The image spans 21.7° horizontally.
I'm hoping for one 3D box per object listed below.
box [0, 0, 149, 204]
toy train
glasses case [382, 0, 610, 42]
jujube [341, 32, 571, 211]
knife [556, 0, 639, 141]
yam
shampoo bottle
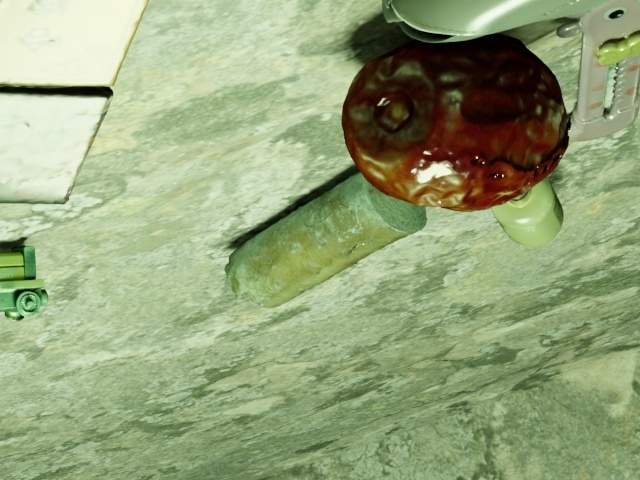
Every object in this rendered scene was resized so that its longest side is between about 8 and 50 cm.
[{"bbox_3d":[-0.220,-0.180,0.914,0.264,0.115,0.415,0,144,-29],"label":"box"},{"bbox_3d":[-0.342,0.046,1.733,0.122,0.081,0.050,-4,176,-35],"label":"toy train"},{"bbox_3d":[0.208,-0.235,1.385,0.308,0.083,0.128,-25,161,25],"label":"glasses case"},{"bbox_3d":[0.128,-0.113,1.552,0.183,0.183,0.243,-28,161,31],"label":"jujube"},{"bbox_3d":[0.306,-0.179,1.732,0.132,0.038,0.398,-15,163,2],"label":"knife"},{"bbox_3d":[0.000,0.000,1.900,0.093,0.093,0.259,2,155,-46],"label":"yam"},{"bbox_3d":[0.247,-0.045,2.018,0.079,0.079,0.162,-20,163,10],"label":"shampoo bottle"}]
